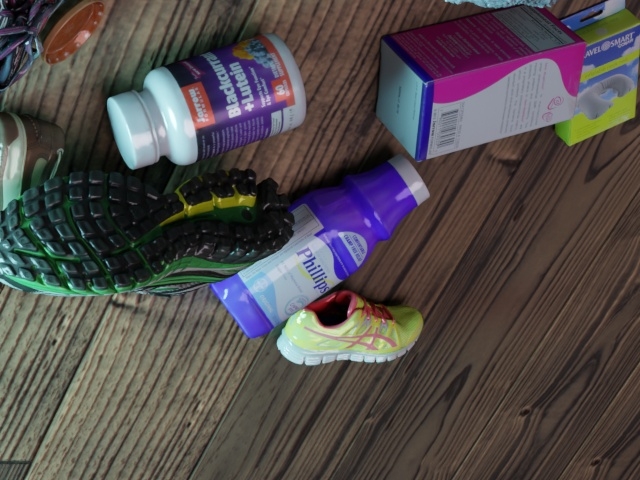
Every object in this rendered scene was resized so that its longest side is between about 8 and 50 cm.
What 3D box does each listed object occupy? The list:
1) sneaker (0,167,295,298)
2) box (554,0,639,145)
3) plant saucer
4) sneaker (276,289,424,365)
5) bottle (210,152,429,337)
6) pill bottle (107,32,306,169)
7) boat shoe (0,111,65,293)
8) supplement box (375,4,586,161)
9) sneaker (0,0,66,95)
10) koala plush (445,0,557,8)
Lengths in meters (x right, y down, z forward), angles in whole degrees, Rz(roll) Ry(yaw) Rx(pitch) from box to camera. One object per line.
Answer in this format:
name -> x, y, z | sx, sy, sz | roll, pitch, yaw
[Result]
sneaker -> -0.196, 0.016, 1.522 | 0.344, 0.134, 0.146 | -3, 152, -37
box -> 0.352, -0.215, 1.835 | 0.109, 0.042, 0.178 | -24, 137, -15
plant saucer -> -0.247, -0.209, 1.427 | 0.083, 0.013, 0.083 | -46, 173, -7
sneaker -> 0.049, 0.105, 1.885 | 0.208, 0.081, 0.094 | -7, 128, -29
bottle -> 0.000, 0.000, 1.748 | 0.283, 0.092, 0.118 | -34, 137, -4
pill bottle -> -0.122, -0.143, 1.528 | 0.193, 0.108, 0.108 | -21, 135, -18
boat shoe -> -0.328, -0.013, 1.517 | 0.095, 0.095, 0.257 | -2, 127, -40
supplement box -> 0.187, -0.189, 1.694 | 0.220, 0.114, 0.111 | -15, 133, -21
sneaker -> -0.284, -0.224, 1.345 | 0.121, 0.112, 0.299 | 21, 112, -43
koala plush -> 0.179, -0.356, 1.415 | 0.196, 0.203, 0.221 | -44, 159, -29
